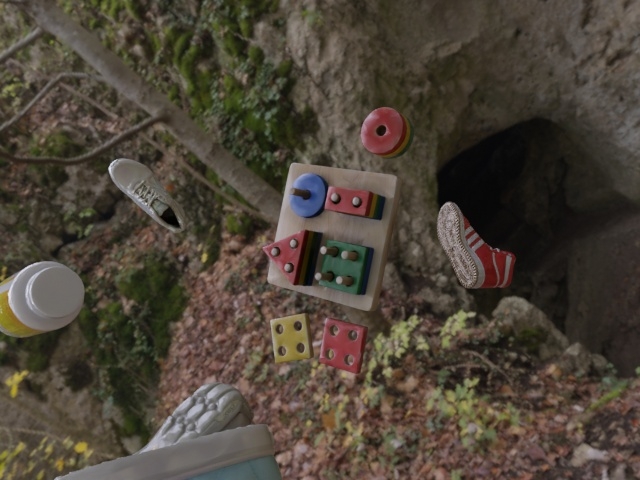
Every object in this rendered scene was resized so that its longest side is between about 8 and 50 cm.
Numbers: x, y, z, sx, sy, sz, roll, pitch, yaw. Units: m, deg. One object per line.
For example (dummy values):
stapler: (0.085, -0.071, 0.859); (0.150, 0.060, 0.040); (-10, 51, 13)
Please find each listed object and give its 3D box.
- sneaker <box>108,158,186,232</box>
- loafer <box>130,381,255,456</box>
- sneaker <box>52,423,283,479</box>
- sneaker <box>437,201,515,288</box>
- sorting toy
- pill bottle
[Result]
sneaker: (-0.263, -0.070, 0.910); (0.053, 0.152, 0.061); (-46, 30, -4)
loafer: (-0.209, 0.319, 0.736); (0.320, 0.111, 0.112); (-37, 31, -25)
sneaker: (-0.173, 0.280, 0.529); (0.366, 0.150, 0.135); (-5, -28, -40)
sneaker: (0.181, 0.007, 0.676); (0.042, 0.067, 0.118); (123, 145, -45)
sorting toy: (0.000, 0.000, 0.579); (0.046, 0.132, 0.274); (9, -87, -55)
pill bottle: (-0.489, 0.103, 1.010); (0.215, 0.117, 0.117); (-17, 29, 47)
